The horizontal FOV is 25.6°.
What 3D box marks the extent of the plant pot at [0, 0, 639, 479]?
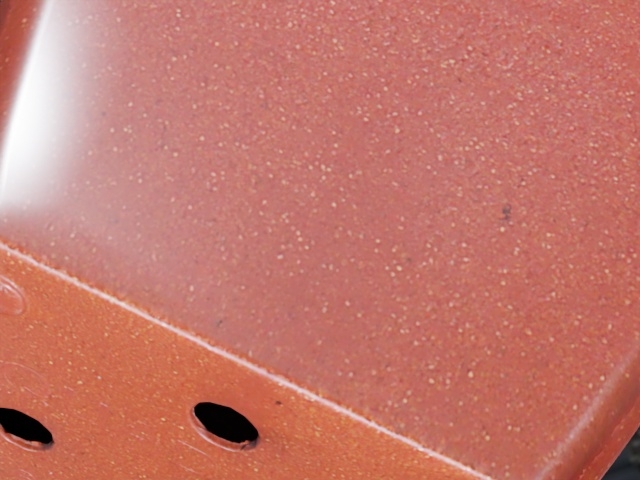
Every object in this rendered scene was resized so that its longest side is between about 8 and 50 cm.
[{"bbox_3d":[0.000,0.000,0.491,0.267,0.267,0.236,114,2,-53],"label":"plant pot"}]
